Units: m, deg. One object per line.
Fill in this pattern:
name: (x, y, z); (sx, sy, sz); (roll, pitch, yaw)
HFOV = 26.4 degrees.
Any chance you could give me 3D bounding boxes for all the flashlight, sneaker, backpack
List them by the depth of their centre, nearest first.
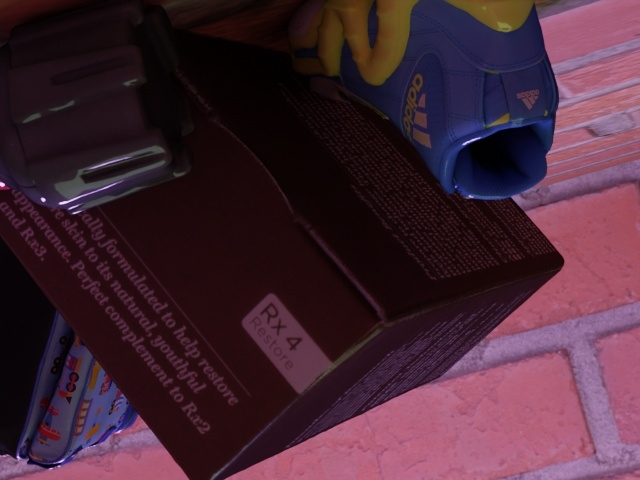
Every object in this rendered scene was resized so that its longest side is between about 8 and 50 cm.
flashlight: (-0.209, -0.020, 0.600); (0.304, 0.103, 0.103); (-14, -179, 9)
sneaker: (0.047, -0.072, 0.667); (0.091, 0.126, 0.240); (-14, 176, -11)
backpack: (-0.154, 0.048, 0.854); (0.117, 0.158, 0.173); (21, -171, 14)

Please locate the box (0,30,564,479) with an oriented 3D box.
box: (0.000, 0.000, 0.810); (0.143, 0.191, 0.381); (-44, 166, 17)
